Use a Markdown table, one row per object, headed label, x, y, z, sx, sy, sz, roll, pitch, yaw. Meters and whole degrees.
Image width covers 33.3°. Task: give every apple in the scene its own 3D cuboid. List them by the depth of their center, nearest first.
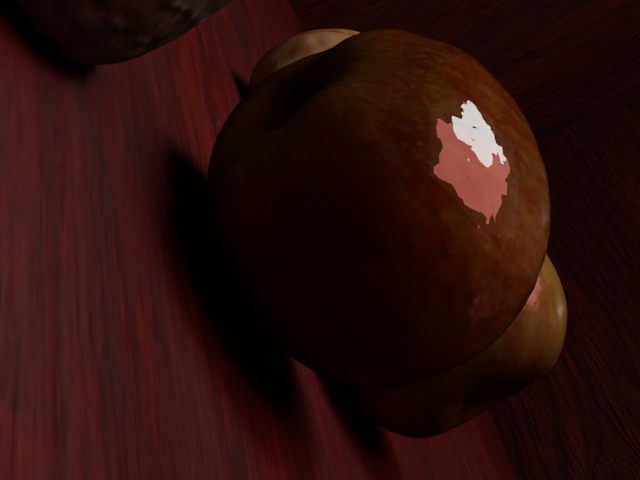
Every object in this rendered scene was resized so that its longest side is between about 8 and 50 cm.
| label | x | y | z | sx | sy | sz | roll | pitch | yaw |
| --- | --- | --- | --- | --- | --- | --- | --- | --- | --- |
| apple | 0.036 | -0.039 | 0.863 | 0.250 | 0.277 | 0.309 | 32 | 13 | -44 |
| apple | 0.123 | 0.068 | 1.141 | 0.264 | 0.264 | 0.264 | 62 | 8 | -15 |

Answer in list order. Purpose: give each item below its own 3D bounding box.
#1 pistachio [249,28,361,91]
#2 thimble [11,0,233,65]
| label | x | y | z | sx | sy | sz | roll | pitch | yaw |
| --- | --- | --- | --- | --- | --- | --- | --- | --- | --- |
| pistachio | 0.048 | -0.159 | 1.483 | 0.321 | 0.238 | 0.229 | 30 | 23 | -13 |
| thimble | -0.141 | -0.272 | 0.726 | 0.291 | 0.195 | 0.291 | 60 | 9 | -17 |
